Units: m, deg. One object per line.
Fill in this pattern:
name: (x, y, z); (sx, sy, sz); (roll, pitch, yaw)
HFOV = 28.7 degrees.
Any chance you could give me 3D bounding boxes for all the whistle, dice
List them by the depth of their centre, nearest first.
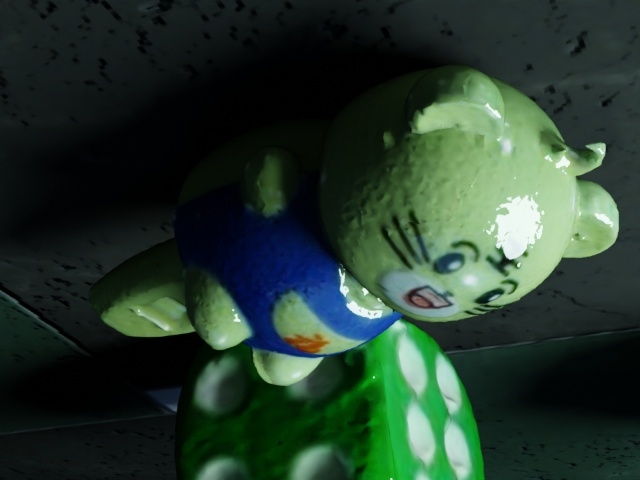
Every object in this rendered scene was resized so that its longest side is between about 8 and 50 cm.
whistle: (0.000, 0.000, 0.458); (0.227, 0.085, 0.105); (-20, 140, 34)
dice: (0.008, 0.111, 0.640); (0.120, 0.128, 0.131); (-16, 150, 24)
